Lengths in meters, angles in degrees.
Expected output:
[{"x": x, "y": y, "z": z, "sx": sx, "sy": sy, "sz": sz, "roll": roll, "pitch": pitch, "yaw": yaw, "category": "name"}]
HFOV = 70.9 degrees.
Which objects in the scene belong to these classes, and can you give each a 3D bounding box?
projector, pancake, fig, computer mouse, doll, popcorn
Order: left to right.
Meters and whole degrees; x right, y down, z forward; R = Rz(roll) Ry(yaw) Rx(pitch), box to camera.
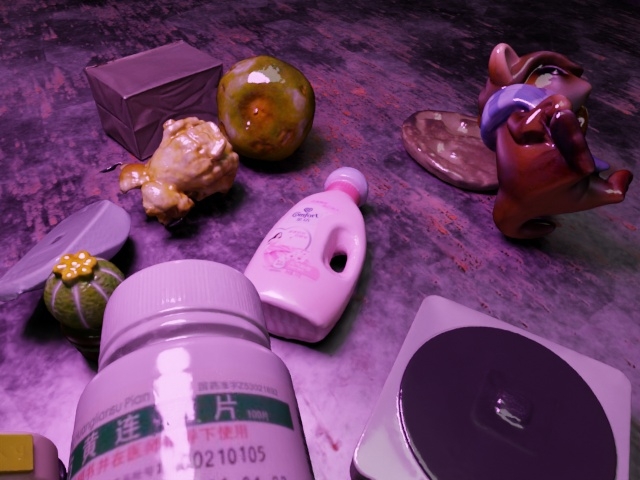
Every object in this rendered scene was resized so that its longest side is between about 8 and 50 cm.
[{"x": -0.355, "y": 0.018, "z": 0.651, "sx": 0.127, "sy": 0.079, "sz": 0.231, "roll": -22, "pitch": 26, "yaw": 18, "category": "computer mouse"}, {"x": -0.243, "y": -0.121, "z": 0.786, "sx": 0.195, "sy": 0.173, "sz": 0.168, "roll": -46, "pitch": 19, "yaw": -10, "category": "popcorn"}, {"x": -0.108, "y": -0.279, "z": 0.939, "sx": 0.206, "sy": 0.206, "sz": 0.275, "roll": 5, "pitch": 23, "yaw": 1, "category": "fig"}, {"x": 0.313, "y": -0.204, "z": 0.970, "sx": 0.294, "sy": 0.050, "sz": 0.295, "roll": 4, "pitch": 45, "yaw": -4, "category": "pancake"}, {"x": 0.197, "y": 0.212, "z": 0.511, "sx": 0.257, "sy": 0.079, "sz": 0.259, "roll": 22, "pitch": 47, "yaw": 19, "category": "projector"}, {"x": 0.382, "y": -0.173, "z": 0.757, "sx": 0.209, "sy": 0.318, "sz": 0.340, "roll": -8, "pitch": 54, "yaw": 16, "category": "doll"}]

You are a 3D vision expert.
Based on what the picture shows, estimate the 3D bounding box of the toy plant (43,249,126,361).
[{"x": -0.279, "y": 0.081, "z": 0.558, "sx": 0.092, "sy": 0.162, "sz": 0.093, "roll": 1, "pitch": 44, "yaw": -1, "category": "toy plant"}]

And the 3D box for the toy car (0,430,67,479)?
[{"x": -0.309, "y": 0.272, "z": 0.316, "sx": 0.248, "sy": 0.204, "sz": 0.198, "roll": -38, "pitch": 53, "yaw": 14, "category": "toy car"}]

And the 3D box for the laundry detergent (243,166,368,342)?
[{"x": 0.000, "y": 0.000, "z": 0.712, "sx": 0.159, "sy": 0.088, "sz": 0.335, "roll": 19, "pitch": 46, "yaw": 10, "category": "laundry detergent"}]

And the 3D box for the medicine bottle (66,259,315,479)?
[{"x": -0.118, "y": 0.195, "z": 0.418, "sx": 0.208, "sy": 0.208, "sz": 0.340, "roll": -9, "pitch": 46, "yaw": -12, "category": "medicine bottle"}]

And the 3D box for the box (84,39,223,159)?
[{"x": -0.339, "y": -0.303, "z": 0.960, "sx": 0.149, "sy": 0.155, "sz": 0.231, "roll": 36, "pitch": 51, "yaw": 26, "category": "box"}]
